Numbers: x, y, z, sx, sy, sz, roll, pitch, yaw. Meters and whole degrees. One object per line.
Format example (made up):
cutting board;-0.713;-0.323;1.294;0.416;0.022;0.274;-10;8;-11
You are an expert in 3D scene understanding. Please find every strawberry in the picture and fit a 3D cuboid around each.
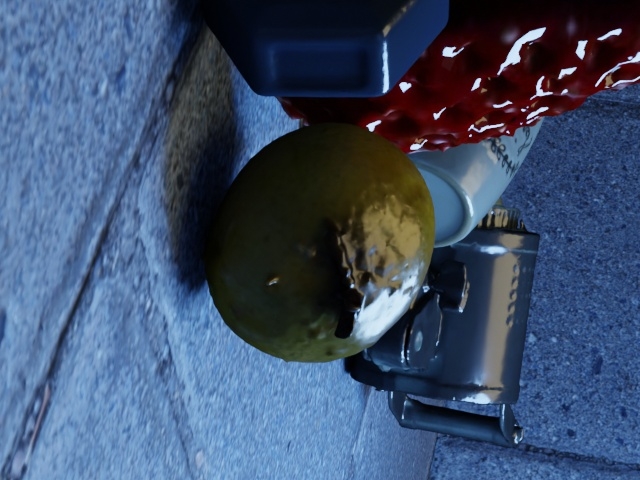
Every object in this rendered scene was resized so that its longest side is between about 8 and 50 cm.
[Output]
strawberry;0.142;-0.207;1.093;0.317;0.345;0.295;-70;163;-49

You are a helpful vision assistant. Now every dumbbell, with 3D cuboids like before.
dumbbell;-0.004;-0.232;0.813;0.160;0.144;0.325;-49;152;-29

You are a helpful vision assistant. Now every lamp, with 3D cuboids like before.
lamp;0.154;0.071;1.735;0.374;0.205;0.272;47;55;-63

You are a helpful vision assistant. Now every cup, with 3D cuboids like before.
cup;0.120;-0.144;1.579;0.258;0.186;0.234;57;42;-28

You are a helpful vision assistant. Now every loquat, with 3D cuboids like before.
loquat;0.000;0.000;1.016;0.172;0.149;0.204;-60;-173;10
